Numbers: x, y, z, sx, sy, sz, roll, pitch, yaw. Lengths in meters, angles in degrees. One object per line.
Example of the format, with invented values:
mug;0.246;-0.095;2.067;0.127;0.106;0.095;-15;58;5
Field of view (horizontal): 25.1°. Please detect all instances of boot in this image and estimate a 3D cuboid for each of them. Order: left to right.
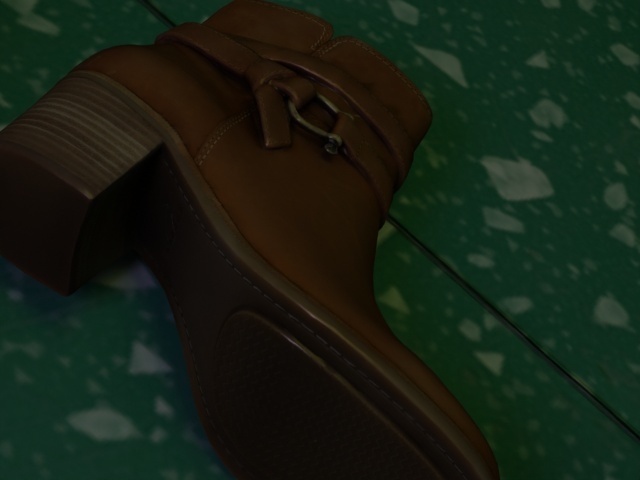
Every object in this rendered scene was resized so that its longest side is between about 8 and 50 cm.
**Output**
boot;0.000;0.000;0.678;0.283;0.109;0.220;33;39;12
